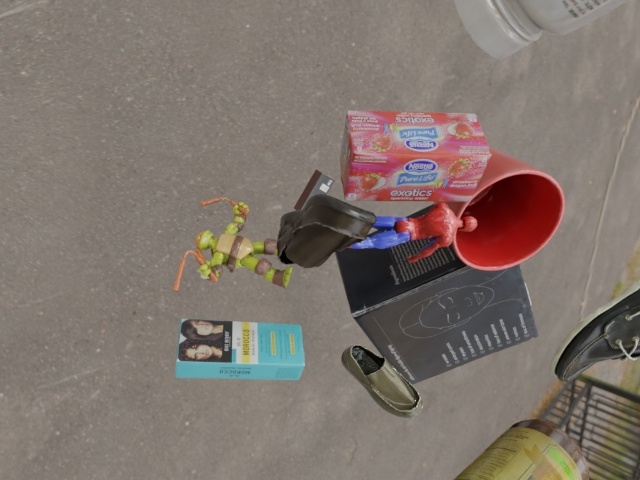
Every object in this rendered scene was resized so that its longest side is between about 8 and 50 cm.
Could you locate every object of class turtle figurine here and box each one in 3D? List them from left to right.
[{"bbox_3d":[-0.160,0.030,0.920,0.270,0.217,0.087,-75,-178,-49],"label":"turtle figurine"}]

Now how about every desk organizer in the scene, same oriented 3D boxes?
[{"bbox_3d":[-0.019,-0.128,1.300,0.047,0.050,0.130,26,100,-30],"label":"desk organizer"}]

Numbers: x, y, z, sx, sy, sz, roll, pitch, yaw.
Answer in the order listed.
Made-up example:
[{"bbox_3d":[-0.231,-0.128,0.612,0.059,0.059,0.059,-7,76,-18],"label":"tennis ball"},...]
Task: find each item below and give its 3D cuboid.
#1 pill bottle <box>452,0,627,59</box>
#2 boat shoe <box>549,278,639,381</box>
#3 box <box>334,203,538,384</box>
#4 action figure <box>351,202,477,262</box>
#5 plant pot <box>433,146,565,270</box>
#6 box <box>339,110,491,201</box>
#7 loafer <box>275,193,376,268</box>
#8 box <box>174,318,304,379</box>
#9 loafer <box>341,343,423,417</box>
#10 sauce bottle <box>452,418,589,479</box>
[{"bbox_3d":[0.290,-0.324,0.491,0.160,0.283,0.160,15,66,-37],"label":"pill bottle"},{"bbox_3d":[0.450,0.140,0.703,0.233,0.079,0.084,-36,131,1],"label":"boat shoe"},{"bbox_3d":[0.369,0.167,1.491,0.471,0.297,0.480,-26,131,10],"label":"box"},{"bbox_3d":[0.140,-0.008,0.867,0.139,0.280,0.092,63,23,-69],"label":"action figure"},{"bbox_3d":[0.400,-0.104,1.146,0.274,0.243,0.275,-7,126,-9],"label":"plant pot"},{"bbox_3d":[0.171,-0.159,0.897,0.256,0.123,0.128,0,142,-6],"label":"box"},{"bbox_3d":[0.000,0.000,0.594,0.080,0.220,0.078,19,77,-17],"label":"loafer"},{"bbox_3d":[-0.159,0.217,0.936,0.244,0.101,0.060,6,133,-15],"label":"box"},{"bbox_3d":[0.156,0.361,1.223,0.094,0.251,0.087,-45,156,-26],"label":"loafer"},{"bbox_3d":[0.167,0.309,0.491,0.344,0.111,0.111,-16,114,-41],"label":"sauce bottle"}]
